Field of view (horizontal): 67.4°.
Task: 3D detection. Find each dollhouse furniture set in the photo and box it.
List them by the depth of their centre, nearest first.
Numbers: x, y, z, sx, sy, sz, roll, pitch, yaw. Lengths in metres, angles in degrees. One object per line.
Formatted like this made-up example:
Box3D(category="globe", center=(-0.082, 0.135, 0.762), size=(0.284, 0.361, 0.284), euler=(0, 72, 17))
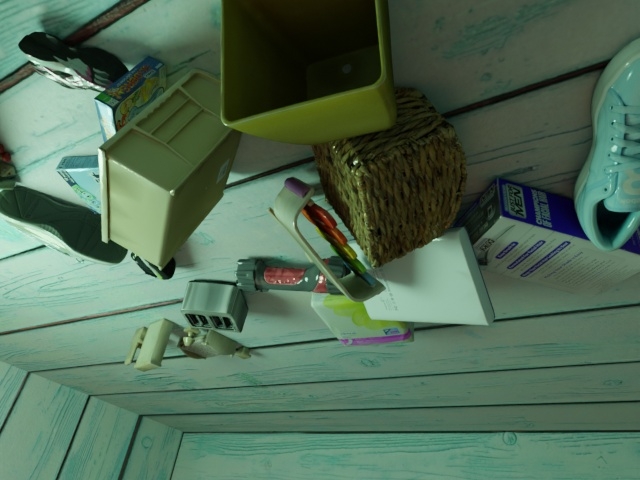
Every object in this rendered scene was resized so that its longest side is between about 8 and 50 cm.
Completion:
Box3D(category="dollhouse furniture set", center=(-0.504, 0.454, 1.818), size=(0.303, 0.173, 0.356), euler=(-22, 135, 38))

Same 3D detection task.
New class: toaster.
Box3D(category="toaster", center=(-0.318, 0.199, 1.457), size=(0.168, 0.110, 0.185), euler=(4, 145, 6))

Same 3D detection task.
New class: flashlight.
Box3D(category="flashlight", center=(-0.074, 0.087, 1.257), size=(0.304, 0.103, 0.103), euler=(3, 164, 17))

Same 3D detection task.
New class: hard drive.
Box3D(category="hard drive", center=(0.206, 0.085, 1.070), size=(0.319, 0.040, 0.210), euler=(-8, 109, 48))

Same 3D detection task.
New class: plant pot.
Box3D(category="plant pot", center=(0.006, -0.241, 0.657), size=(0.212, 0.212, 0.187), euler=(-8, 167, 23))

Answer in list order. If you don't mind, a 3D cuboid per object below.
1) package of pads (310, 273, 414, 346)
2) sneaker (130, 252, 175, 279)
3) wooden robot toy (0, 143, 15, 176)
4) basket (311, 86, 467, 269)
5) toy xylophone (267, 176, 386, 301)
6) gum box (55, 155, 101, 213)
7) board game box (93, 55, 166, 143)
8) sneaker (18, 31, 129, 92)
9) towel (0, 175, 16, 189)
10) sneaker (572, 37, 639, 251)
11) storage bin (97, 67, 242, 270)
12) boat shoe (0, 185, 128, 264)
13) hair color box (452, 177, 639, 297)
Box3D(category="package of pads", center=(0.122, 0.201, 1.370), size=(0.229, 0.101, 0.296), euler=(-8, 142, 21))
Box3D(category="sneaker", center=(-0.472, 0.042, 1.285), size=(0.097, 0.084, 0.234), euler=(4, 146, 9))
Box3D(category="wooden robot toy", center=(-0.730, -0.176, 1.029), size=(0.076, 0.079, 0.173), euler=(3, 146, 9))
Box3D(category="basket", center=(0.122, -0.138, 0.881), size=(0.214, 0.223, 0.299), euler=(-27, 143, -7))
Box3D(category="toy xylophone", center=(0.000, 0.000, 1.033), size=(0.236, 0.081, 0.322), euler=(40, 169, 51))
Box3D(category="gum box", center=(-0.464, -0.122, 1.081), size=(0.185, 0.041, 0.157), euler=(1, 145, 13))
Box3D(category="board game box", center=(-0.323, -0.202, 0.846), size=(0.035, 0.136, 0.201), euler=(28, 146, 4))
Box3D(category="sneaker", center=(-0.407, -0.287, 0.819), size=(0.178, 0.072, 0.077), euler=(24, 156, -8))
Box3D(category="towel", center=(-0.888, -0.129, 1.004), size=(0.313, 0.056, 0.324), euler=(2, -171, 5))
Box3D(category="sneaker", center=(0.496, -0.125, 0.751), size=(0.135, 0.150, 0.365), euler=(-4, 138, 15))
Box3D(category="storage bin", center=(-0.250, -0.123, 0.848), size=(0.123, 0.260, 0.262), euler=(31, 143, -2))
Box3D(category="boat shoe", center=(-0.644, -0.025, 1.208), size=(0.321, 0.118, 0.103), euler=(24, 149, -15))
Box3D(category="hair color box", center=(0.471, 0.003, 0.995), size=(0.339, 0.110, 0.185), euler=(13, 147, -9))
